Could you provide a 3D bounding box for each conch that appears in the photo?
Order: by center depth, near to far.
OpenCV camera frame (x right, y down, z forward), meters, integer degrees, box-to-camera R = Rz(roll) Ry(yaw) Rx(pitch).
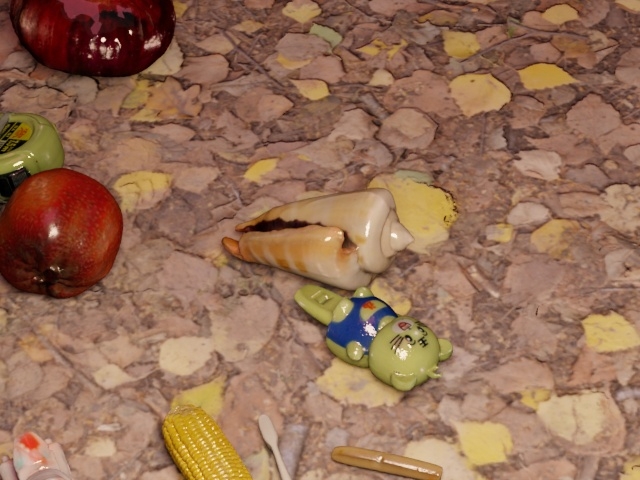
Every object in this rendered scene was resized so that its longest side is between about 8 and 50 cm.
[{"bbox_3d":[0.005,0.010,1.877,0.255,0.127,0.158,-6,28,34],"label":"conch"}]

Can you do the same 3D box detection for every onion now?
[{"bbox_3d":[-0.344,-0.360,2.170,0.252,0.219,0.252,5,42,-5],"label":"onion"}]

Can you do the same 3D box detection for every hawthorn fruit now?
[{"bbox_3d":[-0.342,-0.020,1.873,0.169,0.169,0.188,2,46,4],"label":"hawthorn fruit"}]

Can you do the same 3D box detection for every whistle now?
[{"bbox_3d":[0.061,0.112,1.773,0.227,0.085,0.105,31,45,29],"label":"whistle"}]

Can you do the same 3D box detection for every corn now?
[{"bbox_3d":[-0.120,0.267,1.637,0.067,0.067,0.206,-23,50,-20],"label":"corn"}]

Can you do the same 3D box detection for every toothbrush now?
[{"bbox_3d":[-0.025,0.310,1.627,0.019,0.025,0.275,-18,49,-8],"label":"toothbrush"}]

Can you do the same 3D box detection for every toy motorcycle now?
[{"bbox_3d":[-0.274,0.309,1.531,0.110,0.170,0.260,-19,50,-18],"label":"toy motorcycle"}]

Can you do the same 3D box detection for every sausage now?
[{"bbox_3d":[0.077,0.260,1.668,0.132,0.024,0.024,11,46,11],"label":"sausage"}]

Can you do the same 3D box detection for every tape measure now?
[{"bbox_3d":[-0.440,-0.116,2.019,0.154,0.087,0.177,2,42,21],"label":"tape measure"}]
